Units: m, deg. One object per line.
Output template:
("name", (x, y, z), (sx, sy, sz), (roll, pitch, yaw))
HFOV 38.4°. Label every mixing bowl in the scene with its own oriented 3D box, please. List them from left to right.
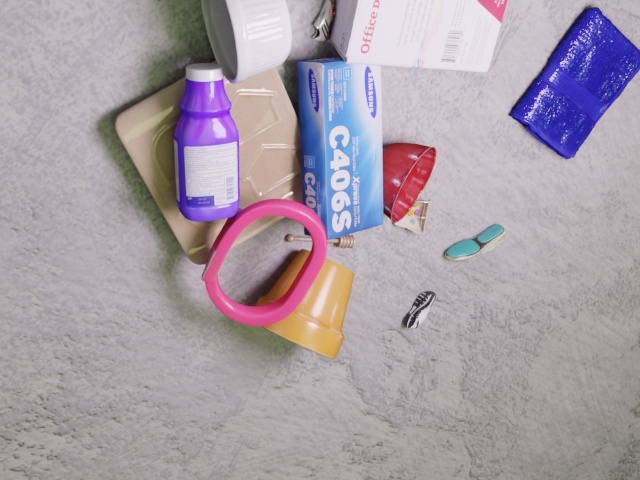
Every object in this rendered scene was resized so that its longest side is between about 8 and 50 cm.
("mixing bowl", (0.159, -0.139, 1.957), (0.181, 0.098, 0.181), (-52, 161, -25))

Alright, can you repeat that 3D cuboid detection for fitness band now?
("fitness band", (-0.110, 0.043, 1.803), (0.209, 0.054, 0.291), (23, 117, -17))

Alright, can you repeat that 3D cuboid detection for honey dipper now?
("honey dipper", (0.000, 0.000, 2.010), (0.160, 0.030, 0.030), (2, 115, -27))

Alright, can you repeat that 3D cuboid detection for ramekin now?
("ramekin", (-0.130, -0.389, 1.619), (0.109, 0.207, 0.207), (-17, 122, -16))

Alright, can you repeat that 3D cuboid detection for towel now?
("towel", (0.601, -0.352, 2.112), (0.227, 0.076, 0.308), (27, 101, -37))

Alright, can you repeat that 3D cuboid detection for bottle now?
("bottle", (-0.208, -0.178, 1.678), (0.118, 0.092, 0.283), (-8, 115, -20))

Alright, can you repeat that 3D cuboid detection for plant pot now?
("plant pot", (-0.022, 0.128, 1.977), (0.205, 0.205, 0.188), (28, 85, -36))

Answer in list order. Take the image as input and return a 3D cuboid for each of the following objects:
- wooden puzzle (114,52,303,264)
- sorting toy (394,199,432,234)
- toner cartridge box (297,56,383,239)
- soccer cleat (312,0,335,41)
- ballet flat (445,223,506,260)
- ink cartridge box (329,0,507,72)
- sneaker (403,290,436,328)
("wooden puzzle", (-0.191, -0.169, 1.794), (0.322, 0.080, 0.348), (-32, 121, -10))
("sorting toy", (0.205, -0.059, 2.082), (0.075, 0.045, 0.083), (-1, 117, -19))
("toner cartridge box", (0.043, -0.188, 1.835), (0.165, 0.075, 0.348), (-17, 112, -41))
("soccer cleat", (0.004, -0.427, 1.784), (0.035, 0.029, 0.083), (-7, 123, -29))
("ballet flat", (0.376, 0.018, 2.206), (0.168, 0.057, 0.052), (-25, 134, -14))
("ink cartridge box", (0.193, -0.456, 1.768), (0.306, 0.131, 0.226), (2, 122, -19))
("sneaker", (0.245, 0.169, 2.231), (0.109, 0.040, 0.043), (-54, 143, 11))
